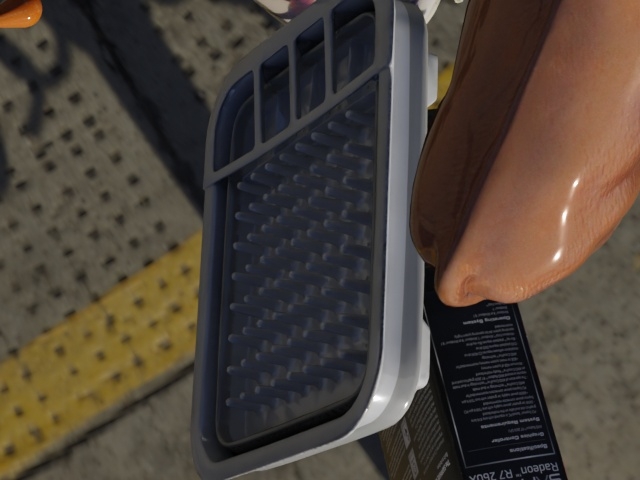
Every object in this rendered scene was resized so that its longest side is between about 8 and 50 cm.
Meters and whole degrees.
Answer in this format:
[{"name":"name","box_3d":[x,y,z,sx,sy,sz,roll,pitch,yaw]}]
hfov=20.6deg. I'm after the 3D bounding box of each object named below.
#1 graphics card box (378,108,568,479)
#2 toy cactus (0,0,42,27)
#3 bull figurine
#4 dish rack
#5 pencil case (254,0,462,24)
[{"name":"graphics card box","box_3d":[0.102,0.101,1.502,0.094,0.371,0.233,-9,153,-12]},{"name":"toy cactus","box_3d":[-0.227,-0.168,0.926,0.112,0.219,0.180,-33,85,-17]},{"name":"bull figurine","box_3d":[0.128,-0.112,0.693,0.188,0.101,0.310,-27,150,-57]},{"name":"dish rack","box_3d":[0.000,0.000,1.260,0.072,0.285,0.333,13,68,-27]},{"name":"pencil case","box_3d":[-0.048,-0.288,1.308,0.410,0.183,0.160,37,69,-50]}]
